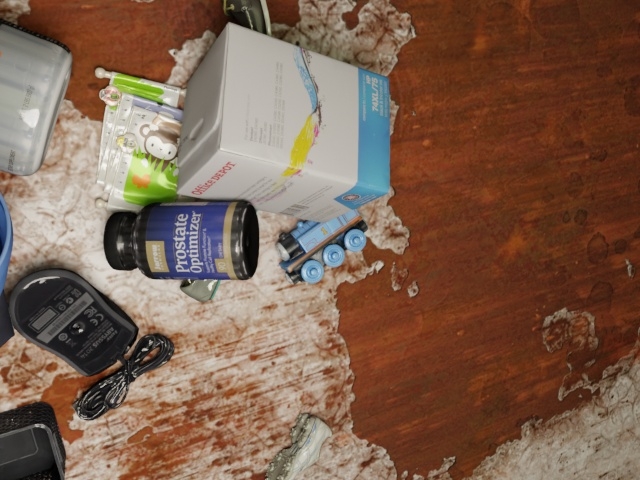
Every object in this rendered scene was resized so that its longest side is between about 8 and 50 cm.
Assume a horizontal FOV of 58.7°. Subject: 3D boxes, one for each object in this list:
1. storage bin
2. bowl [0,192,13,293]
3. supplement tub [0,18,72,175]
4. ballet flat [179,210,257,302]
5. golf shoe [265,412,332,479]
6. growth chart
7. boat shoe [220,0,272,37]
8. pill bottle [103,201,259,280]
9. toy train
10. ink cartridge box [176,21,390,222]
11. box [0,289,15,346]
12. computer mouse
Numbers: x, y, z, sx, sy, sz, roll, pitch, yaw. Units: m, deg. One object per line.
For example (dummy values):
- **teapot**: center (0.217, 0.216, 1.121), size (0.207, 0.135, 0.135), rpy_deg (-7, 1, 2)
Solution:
- **storage bin**: center (-0.501, 0.343, 0.882), size (0.180, 0.084, 0.122), rpy_deg (-14, 104, -21)
- **bowl**: center (-0.572, 0.027, 0.660), size (0.391, 0.391, 0.077), rpy_deg (-7, 140, -22)
- **supplement tub**: center (-0.501, -0.215, 0.720), size (0.316, 0.193, 0.193), rpy_deg (17, 93, -24)
- **ballet flat**: center (-0.173, 0.003, 0.967), size (0.068, 0.072, 0.213), rpy_deg (27, 89, -19)
- **golf shoe**: center (-0.039, 0.429, 1.106), size (0.086, 0.069, 0.176), rpy_deg (35, 86, -30)
- **growth chart**: center (-0.279, -0.146, 0.922), size (0.172, 0.021, 0.237), rpy_deg (2, 99, -24)
- **boat shoe**: center (-0.133, -0.400, 0.908), size (0.069, 0.081, 0.227), rpy_deg (-17, 99, -17)
- **pill bottle**: center (-0.212, 0.001, 0.885), size (0.219, 0.123, 0.122), rpy_deg (-1, 101, 7)
- **toy train**: center (0.000, 0.000, 1.039), size (0.184, 0.080, 0.105), rpy_deg (-36, 102, -11)
- **ink cartridge box**: center (-0.058, -0.162, 0.877), size (0.270, 0.198, 0.197), rpy_deg (10, 73, -28)
- **box**: center (-0.530, 0.125, 0.751), size (0.156, 0.158, 0.093), rpy_deg (4, 116, 9)
- **computer mouse**: center (-0.383, 0.146, 0.910), size (0.188, 0.072, 0.272), rpy_deg (-40, 124, -14)
